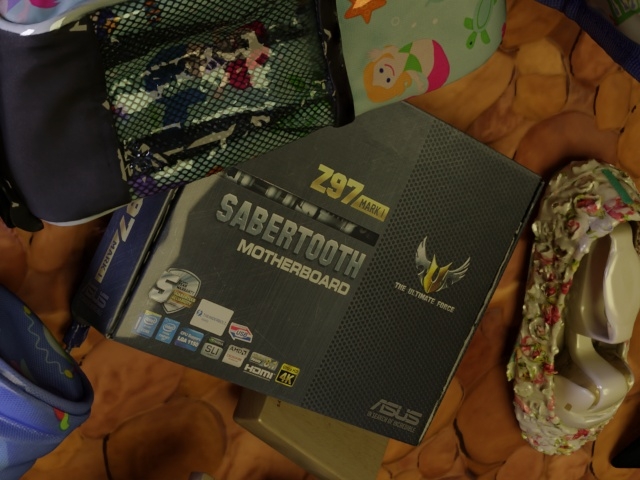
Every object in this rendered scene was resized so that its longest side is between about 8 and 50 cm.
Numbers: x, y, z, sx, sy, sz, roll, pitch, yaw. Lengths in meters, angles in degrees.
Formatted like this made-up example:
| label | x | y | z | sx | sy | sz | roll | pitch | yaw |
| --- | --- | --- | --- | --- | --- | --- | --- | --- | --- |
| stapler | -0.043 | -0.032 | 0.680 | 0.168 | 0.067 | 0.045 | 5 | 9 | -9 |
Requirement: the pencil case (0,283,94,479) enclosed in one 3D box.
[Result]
| label | x | y | z | sx | sy | sz | roll | pitch | yaw |
| --- | --- | --- | --- | --- | --- | --- | --- | --- | --- |
| pencil case | -0.261 | 0.134 | 0.700 | 0.306 | 0.119 | 0.133 | -42 | 156 | -1 |

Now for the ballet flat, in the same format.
| label | x | y | z | sx | sy | sz | roll | pitch | yaw |
| --- | --- | --- | --- | --- | --- | --- | --- | --- | --- |
| ballet flat | 0.176 | 0.062 | 0.913 | 0.091 | 0.077 | 0.241 | -16 | 123 | -20 |

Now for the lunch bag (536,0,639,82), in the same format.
| label | x | y | z | sx | sy | sz | roll | pitch | yaw |
| --- | --- | --- | --- | --- | --- | --- | --- | --- | --- |
| lunch bag | 0.249 | -0.303 | 0.652 | 0.327 | 0.239 | 0.386 | -28 | 135 | -13 |

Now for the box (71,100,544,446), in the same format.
| label | x | y | z | sx | sy | sz | roll | pitch | yaw |
| --- | --- | --- | --- | --- | --- | --- | --- | --- | --- |
| box | 0.000 | 0.000 | 0.782 | 0.232 | 0.059 | 0.183 | 25 | 91 | -35 |

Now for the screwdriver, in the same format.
| label | x | y | z | sx | sy | sz | roll | pitch | yaw |
| --- | --- | --- | --- | --- | --- | --- | --- | --- | --- |
| screwdriver | -0.151 | 0.070 | 0.792 | 0.024 | 0.025 | 0.170 | 17 | 116 | -34 |

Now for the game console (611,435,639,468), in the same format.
| label | x | y | z | sx | sy | sz | roll | pitch | yaw |
| --- | --- | --- | --- | --- | --- | --- | --- | --- | --- |
| game console | 0.288 | 0.123 | 1.045 | 0.122 | 0.071 | 0.107 | 5 | 84 | -30 |

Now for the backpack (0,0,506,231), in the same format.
| label | x | y | z | sx | sy | sz | roll | pitch | yaw |
| --- | --- | --- | --- | --- | --- | --- | --- | --- | --- |
| backpack | -0.046 | -0.141 | 0.600 | 0.253 | 0.225 | 0.191 | -17 | 128 | -23 |

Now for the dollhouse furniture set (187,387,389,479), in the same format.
| label | x | y | z | sx | sy | sz | roll | pitch | yaw |
| --- | --- | --- | --- | --- | --- | --- | --- | --- | --- |
| dollhouse furniture set | -0.063 | 0.156 | 0.873 | 0.144 | 0.123 | 0.151 | 40 | 59 | -37 |
